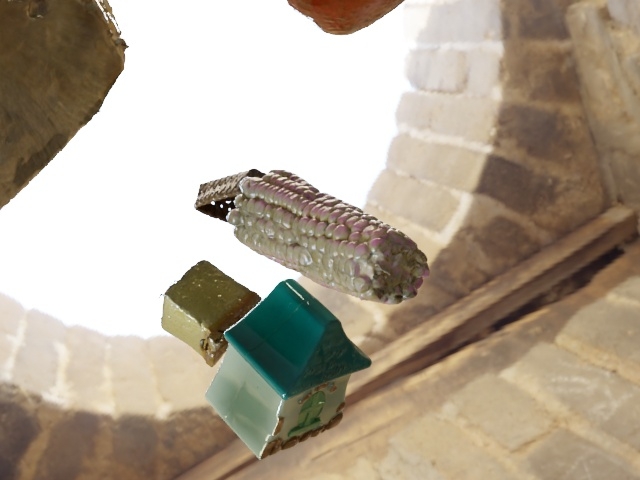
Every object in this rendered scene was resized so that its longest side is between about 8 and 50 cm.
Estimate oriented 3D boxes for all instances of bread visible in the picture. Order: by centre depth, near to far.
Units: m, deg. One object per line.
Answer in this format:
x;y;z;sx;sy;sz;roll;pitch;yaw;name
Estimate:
-0.193;0.124;1.594;0.152;0.147;0.127;-47;170;-30;bread

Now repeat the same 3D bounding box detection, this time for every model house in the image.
-0.027;0.122;0.919;0.127;0.149;0.100;-13;-137;-46;model house

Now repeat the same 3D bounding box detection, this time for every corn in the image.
0.002;-0.001;1.181;0.126;0.127;0.335;-32;-145;-22;corn

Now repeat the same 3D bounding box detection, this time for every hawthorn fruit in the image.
0.058;-0.501;1.579;0.299;0.275;0.275;-23;-160;-4;hawthorn fruit

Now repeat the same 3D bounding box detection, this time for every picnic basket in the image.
-0.124;-0.071;1.496;0.193;0.110;0.055;-7;-115;53;picnic basket

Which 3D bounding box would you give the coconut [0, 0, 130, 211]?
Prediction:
-0.327;-0.165;0.684;0.346;0.346;0.360;-32;-147;-21;coconut
